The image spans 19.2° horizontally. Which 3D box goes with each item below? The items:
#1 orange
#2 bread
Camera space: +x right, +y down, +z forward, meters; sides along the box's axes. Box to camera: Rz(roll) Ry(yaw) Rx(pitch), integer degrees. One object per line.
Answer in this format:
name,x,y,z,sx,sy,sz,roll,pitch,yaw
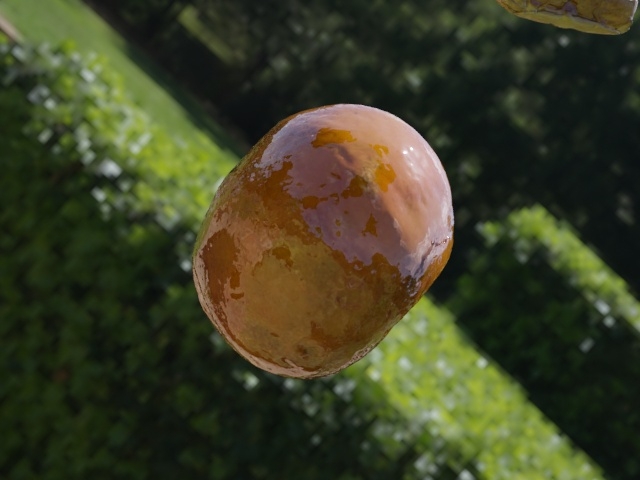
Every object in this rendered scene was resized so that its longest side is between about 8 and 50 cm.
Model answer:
orange,0.000,0.000,1.871,0.226,0.284,0.284,38,4,-5
bread,0.223,-0.224,1.731,0.132,0.053,0.074,11,24,-14
